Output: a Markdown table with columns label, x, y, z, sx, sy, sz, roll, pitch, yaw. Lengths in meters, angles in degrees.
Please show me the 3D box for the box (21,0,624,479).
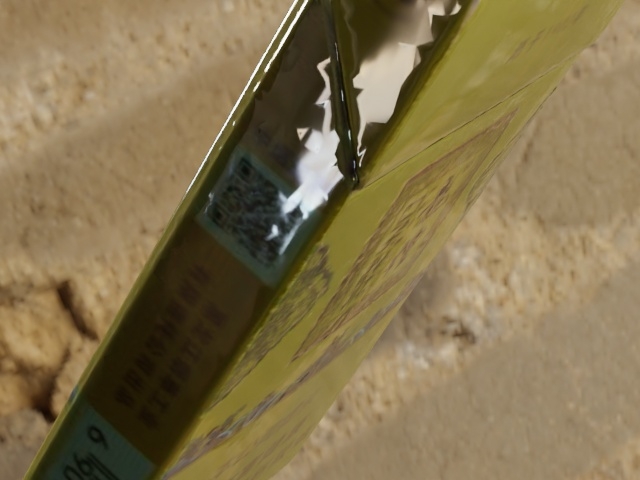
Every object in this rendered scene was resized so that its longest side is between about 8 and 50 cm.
| label | x | y | z | sx | sy | sz | roll | pitch | yaw |
| --- | --- | --- | --- | --- | --- | --- | --- | --- | --- |
| box | 0.000 | 0.001 | 0.442 | 0.041 | 0.279 | 0.153 | 42 | -145 | 12 |
